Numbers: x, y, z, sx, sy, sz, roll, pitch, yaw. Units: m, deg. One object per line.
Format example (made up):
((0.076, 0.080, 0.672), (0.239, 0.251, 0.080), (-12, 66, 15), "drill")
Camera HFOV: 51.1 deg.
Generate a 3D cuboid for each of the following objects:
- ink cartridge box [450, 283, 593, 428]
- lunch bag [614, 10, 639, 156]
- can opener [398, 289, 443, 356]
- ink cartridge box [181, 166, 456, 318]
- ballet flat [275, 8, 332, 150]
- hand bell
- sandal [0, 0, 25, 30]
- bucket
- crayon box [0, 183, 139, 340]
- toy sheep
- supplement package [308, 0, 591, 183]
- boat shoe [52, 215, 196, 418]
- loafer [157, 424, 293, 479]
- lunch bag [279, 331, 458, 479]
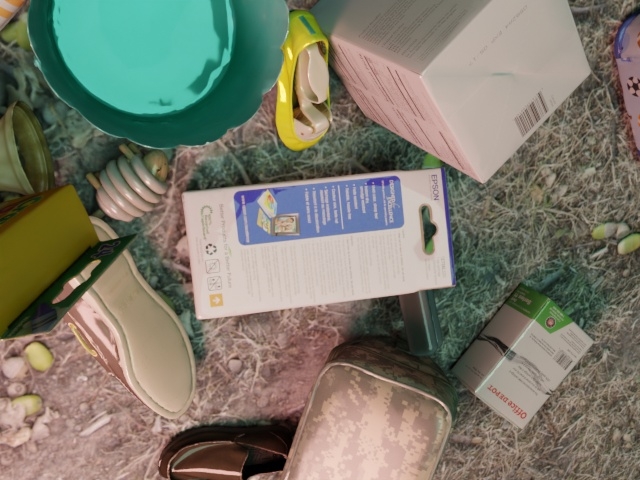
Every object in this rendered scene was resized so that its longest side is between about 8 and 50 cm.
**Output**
((0.357, 0.207, 1.191), (0.153, 0.087, 0.208), (40, 89, -27), "ink cartridge box")
((0.641, -0.271, 1.137), (0.243, 0.115, 0.303), (-30, 114, -12), "lunch bag")
((0.122, 0.038, 1.027), (0.093, 0.074, 0.280), (-17, 88, 24), "can opener")
((0.000, 0.000, 0.948), (0.371, 0.069, 0.175), (-6, 93, -6), "ink cartridge box")
((-0.017, -0.187, 0.872), (0.077, 0.077, 0.231), (-30, 146, -20), "ballet flat")
((-0.460, -0.082, 0.796), (0.242, 0.126, 0.126), (-12, 111, -4), "hand bell")
((-0.351, -0.334, 0.752), (0.265, 0.076, 0.102), (-47, 114, 1), "sandal")
((-0.191, -0.249, 0.785), (0.281, 0.183, 0.281), (-6, 109, -18), "bucket")
((-0.386, 0.035, 0.713), (0.323, 0.203, 0.083), (-11, 114, 17), "crayon box")
((-0.252, -0.071, 0.875), (0.132, 0.091, 0.091), (-39, 117, 10), "toy sheep")
((0.152, -0.246, 0.849), (0.199, 0.263, 0.198), (-46, 133, -2), "supplement package")
((-0.279, 0.112, 0.914), (0.116, 0.097, 0.324), (-55, 130, -44), "boat shoe")
((-0.141, 0.339, 1.047), (0.220, 0.078, 0.080), (-5, 108, -19), "loafer")
((0.078, 0.310, 1.033), (0.213, 0.256, 0.305), (19, 99, 13), "lunch bag")
